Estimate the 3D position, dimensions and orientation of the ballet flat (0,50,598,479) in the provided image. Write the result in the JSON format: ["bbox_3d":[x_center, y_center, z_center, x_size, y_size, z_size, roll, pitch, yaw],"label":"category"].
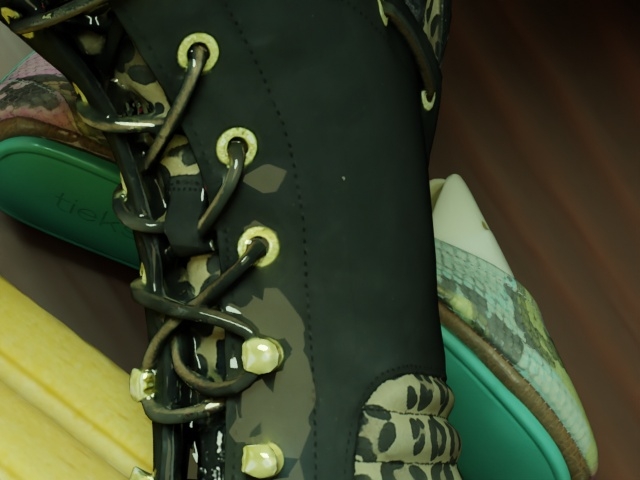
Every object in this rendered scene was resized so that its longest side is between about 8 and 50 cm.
[{"bbox_3d":[0.000,0.000,0.583,0.221,0.077,0.079,30,53,-5],"label":"ballet flat"}]

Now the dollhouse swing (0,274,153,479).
[{"bbox_3d":[-0.156,-0.052,0.365,0.305,0.347,0.315,24,116,8],"label":"dollhouse swing"}]

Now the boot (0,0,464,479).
[{"bbox_3d":[-0.034,-0.021,0.442,0.236,0.085,0.178,12,72,-55],"label":"boot"}]
